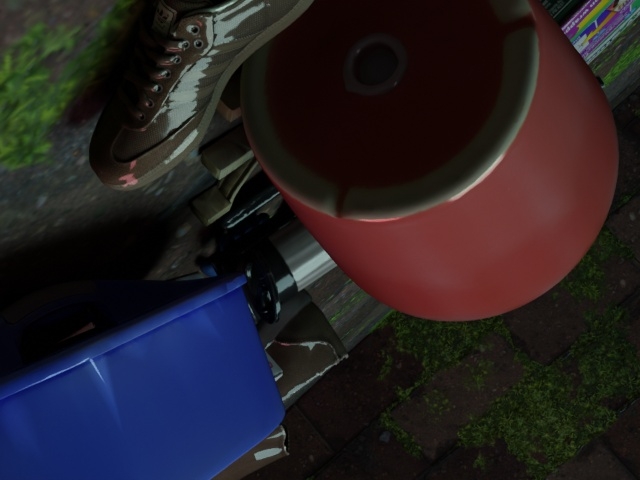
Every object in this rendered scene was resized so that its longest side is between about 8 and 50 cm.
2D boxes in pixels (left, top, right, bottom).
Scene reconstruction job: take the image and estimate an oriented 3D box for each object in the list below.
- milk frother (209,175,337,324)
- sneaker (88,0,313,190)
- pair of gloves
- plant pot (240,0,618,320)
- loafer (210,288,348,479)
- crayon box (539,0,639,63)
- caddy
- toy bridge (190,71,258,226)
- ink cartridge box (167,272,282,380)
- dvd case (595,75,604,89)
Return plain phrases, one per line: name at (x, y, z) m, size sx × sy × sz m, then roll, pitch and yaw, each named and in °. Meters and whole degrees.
milk frother at (-0.026, 0.017, 0.810) m, size 0.134 × 0.143 × 0.129 m, roll -34°, pitch 137°, yaw -13°
sneaker at (-0.081, -0.113, 0.468) m, size 0.188 × 0.066 × 0.071 m, roll -48°, pitch 151°, yaw 7°
pair of gloves at (-0.061, -0.013, 0.946) m, size 0.198 × 0.023 × 0.159 m, roll -37°, pitch 166°, yaw -25°
plant pot at (0.077, -0.086, 0.615) m, size 0.275 × 0.275 × 0.243 m, roll -43°, pitch 158°, yaw 9°
loafer at (-0.098, 0.229, 0.988) m, size 0.366 × 0.130 × 0.134 m, roll -52°, pitch 176°, yaw -4°
crayon box at (0.233, -0.230, 0.896) m, size 0.363 × 0.106 × 0.313 m, roll -45°, pitch 169°, yaw 18°
caddy at (-0.188, 0.121, 0.661) m, size 0.241 × 0.179 × 0.341 m, roll -22°, pitch -178°, yaw 36°
toy bridge at (-0.068, -0.078, 0.679) m, size 0.063 × 0.026 × 0.188 m, roll -38°, pitch 168°, yaw -28°
ink cartridge box at (-0.127, 0.115, 0.876) m, size 0.063 × 0.150 × 0.109 m, roll -46°, pitch 167°, yaw 22°
dvd case at (0.346, -0.194, 1.408) m, size 0.238 × 0.030 × 0.179 m, roll -17°, pitch 159°, yaw -22°
